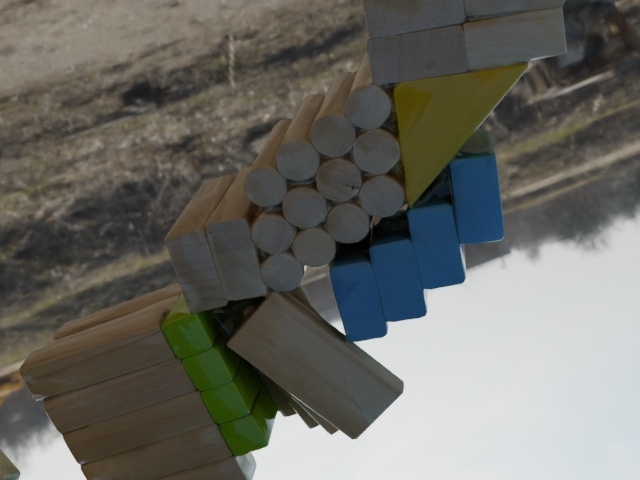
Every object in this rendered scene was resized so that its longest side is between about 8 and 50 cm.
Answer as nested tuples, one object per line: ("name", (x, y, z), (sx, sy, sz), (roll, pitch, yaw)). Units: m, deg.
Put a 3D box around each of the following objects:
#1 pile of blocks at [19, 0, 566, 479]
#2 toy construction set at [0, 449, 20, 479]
("pile of blocks", (0.000, 0.000, 0.501), (0.362, 0.149, 0.113), (-45, -169, 21))
("toy construction set", (-0.223, 0.203, 0.383), (0.215, 0.151, 0.327), (-10, -170, 41))
